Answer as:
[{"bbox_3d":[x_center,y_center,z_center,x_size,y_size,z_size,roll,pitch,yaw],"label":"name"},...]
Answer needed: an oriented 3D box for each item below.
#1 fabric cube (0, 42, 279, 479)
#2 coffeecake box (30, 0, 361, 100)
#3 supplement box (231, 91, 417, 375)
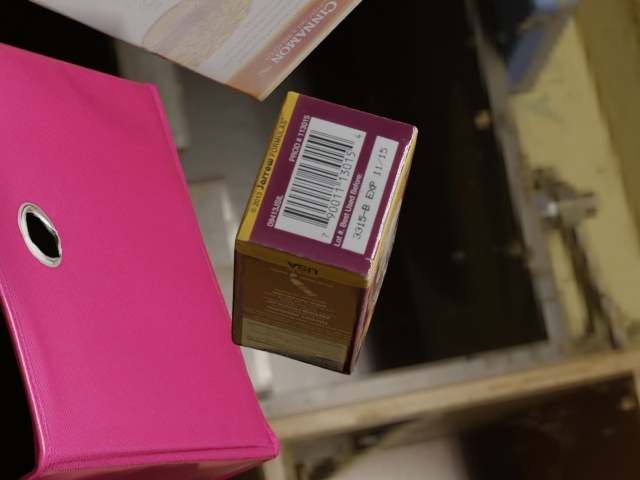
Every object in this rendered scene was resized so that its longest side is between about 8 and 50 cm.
[{"bbox_3d":[-0.217,0.054,1.051,0.258,0.259,0.254,10,57,-64],"label":"fabric cube"},{"bbox_3d":[-0.048,-0.151,0.783,0.142,0.185,0.068,-44,-125,20],"label":"coffeecake box"},{"bbox_3d":[0.000,0.000,0.581,0.083,0.043,0.055,98,9,-66],"label":"supplement box"}]
